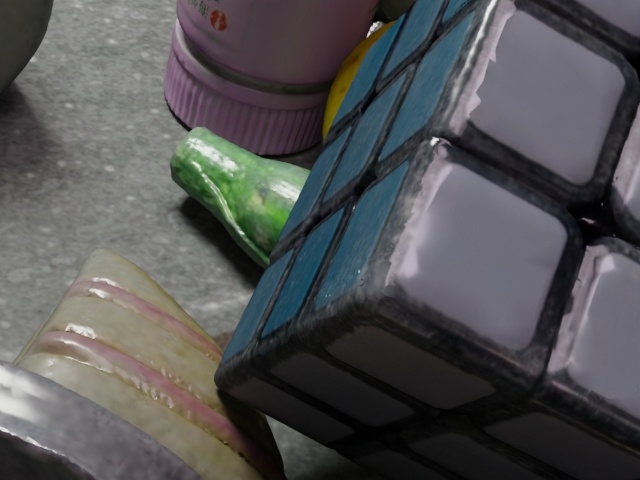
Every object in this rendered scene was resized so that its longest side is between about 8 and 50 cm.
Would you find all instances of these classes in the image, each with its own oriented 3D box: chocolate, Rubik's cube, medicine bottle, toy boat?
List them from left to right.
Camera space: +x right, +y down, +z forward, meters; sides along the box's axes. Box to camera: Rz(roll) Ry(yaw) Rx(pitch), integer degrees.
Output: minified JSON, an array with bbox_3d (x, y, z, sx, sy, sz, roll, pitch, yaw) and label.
[{"bbox_3d":[-0.124,0.119,0.839,0.276,0.111,0.293,39,32,12],"label":"toy boat"},{"bbox_3d":[-0.032,-0.238,1.144,0.178,0.291,0.178,12,39,-10],"label":"medicine bottle"},{"bbox_3d":[0.000,0.000,1.035,0.291,0.110,0.110,33,40,20],"label":"chocolate"},{"bbox_3d":[0.153,0.010,0.803,0.303,0.305,0.301,29,67,-9],"label":"Rubik's cube"}]

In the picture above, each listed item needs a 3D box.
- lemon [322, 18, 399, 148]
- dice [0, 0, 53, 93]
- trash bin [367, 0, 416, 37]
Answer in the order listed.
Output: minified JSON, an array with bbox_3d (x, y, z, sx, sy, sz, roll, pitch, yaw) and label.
[{"bbox_3d":[0.083,-0.092,1.108,0.170,0.170,0.207,5,64,-17],"label":"lemon"},{"bbox_3d":[-0.373,-0.252,1.054,0.243,0.251,0.259,-18,52,-35],"label":"dice"},{"bbox_3d":[0.206,-0.184,1.254,0.252,0.203,0.301,-32,51,-3],"label":"trash bin"}]
